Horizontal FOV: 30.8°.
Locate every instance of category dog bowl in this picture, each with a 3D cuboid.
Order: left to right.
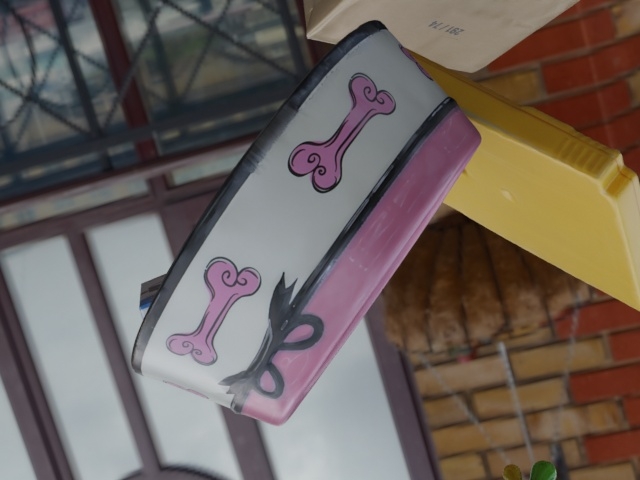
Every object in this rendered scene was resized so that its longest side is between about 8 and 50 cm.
[{"bbox_3d":[0.000,0.000,1.114,0.408,0.150,0.408,-55,175,-8],"label":"dog bowl"}]

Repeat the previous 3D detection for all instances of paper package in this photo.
[{"bbox_3d":[0.174,-0.388,1.608,0.325,0.168,0.309,6,158,-32],"label":"paper package"}]

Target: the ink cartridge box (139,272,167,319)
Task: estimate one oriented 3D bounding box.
[{"bbox_3d":[-0.204,0.093,1.807,0.140,0.082,0.190,-23,-168,-5],"label":"ink cartridge box"}]

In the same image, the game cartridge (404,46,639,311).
[{"bbox_3d":[0.225,-0.069,1.304,0.324,0.285,0.052,31,-104,34],"label":"game cartridge"}]

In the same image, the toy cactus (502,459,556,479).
[{"bbox_3d":[0.191,0.326,1.264,0.219,0.112,0.180,-29,177,-13],"label":"toy cactus"}]
